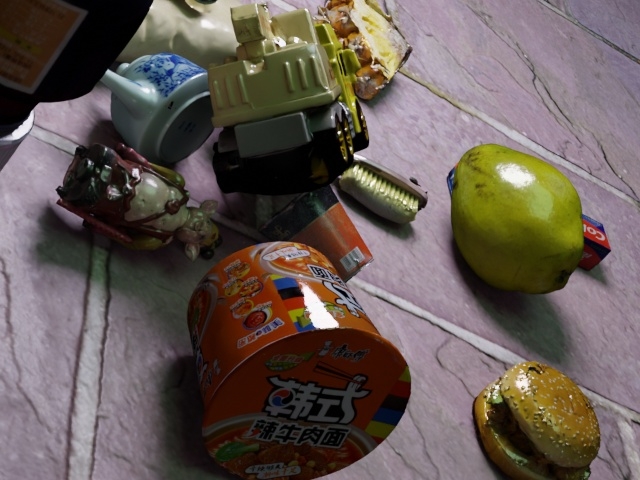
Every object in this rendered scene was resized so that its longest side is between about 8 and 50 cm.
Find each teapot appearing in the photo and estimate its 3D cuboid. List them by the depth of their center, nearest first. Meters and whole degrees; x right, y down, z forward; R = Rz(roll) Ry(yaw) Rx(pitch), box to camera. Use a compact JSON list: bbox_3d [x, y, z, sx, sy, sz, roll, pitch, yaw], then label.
[{"bbox_3d":[-0.225,-0.194,1.974,0.159,0.159,0.232,53,14,17],"label":"teapot"}]

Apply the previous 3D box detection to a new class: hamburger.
[{"bbox_3d":[0.316,0.264,2.032,0.182,0.118,0.191,-9,62,-48],"label":"hamburger"}]

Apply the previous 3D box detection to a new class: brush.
[{"bbox_3d":[0.029,-0.111,2.224,0.313,0.072,0.067,30,47,-17],"label":"brush"}]

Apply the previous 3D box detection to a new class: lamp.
[{"bbox_3d":[-0.209,-0.035,1.822,0.253,0.118,0.118,32,32,-31],"label":"lamp"}]

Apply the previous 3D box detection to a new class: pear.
[{"bbox_3d":[0.313,-0.036,2.306,0.212,0.212,0.269,-2,49,-48],"label":"pear"}]

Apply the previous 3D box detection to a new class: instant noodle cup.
[{"bbox_3d":[-0.040,0.136,1.695,0.250,0.250,0.192,19,29,-33],"label":"instant noodle cup"},{"bbox_3d":[0.001,-0.001,2.014,0.135,0.127,0.127,52,32,0],"label":"instant noodle cup"}]

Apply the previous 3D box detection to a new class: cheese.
[{"bbox_3d":[-0.235,-0.318,2.117,0.328,0.129,0.351,32,32,-15],"label":"cheese"}]

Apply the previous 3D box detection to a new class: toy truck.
[{"bbox_3d":[-0.047,-0.200,1.973,0.405,0.181,0.254,-49,129,-79],"label":"toy truck"}]

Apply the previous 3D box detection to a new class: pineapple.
[{"bbox_3d":[0.079,-0.343,2.536,0.186,0.114,0.236,5,57,-45],"label":"pineapple"}]

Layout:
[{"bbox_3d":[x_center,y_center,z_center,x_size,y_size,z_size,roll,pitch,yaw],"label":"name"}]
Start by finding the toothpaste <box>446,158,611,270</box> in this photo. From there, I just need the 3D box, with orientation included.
[{"bbox_3d":[0.365,-0.046,2.509,0.320,0.066,0.076,24,36,-26],"label":"toothpaste"}]

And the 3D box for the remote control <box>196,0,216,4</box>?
[{"bbox_3d":[-0.231,-0.424,2.092,0.222,0.042,0.072,44,28,9],"label":"remote control"}]

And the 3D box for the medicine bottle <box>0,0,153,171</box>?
[{"bbox_3d":[-0.359,-0.223,1.619,0.242,0.395,0.242,30,29,-19],"label":"medicine bottle"}]
